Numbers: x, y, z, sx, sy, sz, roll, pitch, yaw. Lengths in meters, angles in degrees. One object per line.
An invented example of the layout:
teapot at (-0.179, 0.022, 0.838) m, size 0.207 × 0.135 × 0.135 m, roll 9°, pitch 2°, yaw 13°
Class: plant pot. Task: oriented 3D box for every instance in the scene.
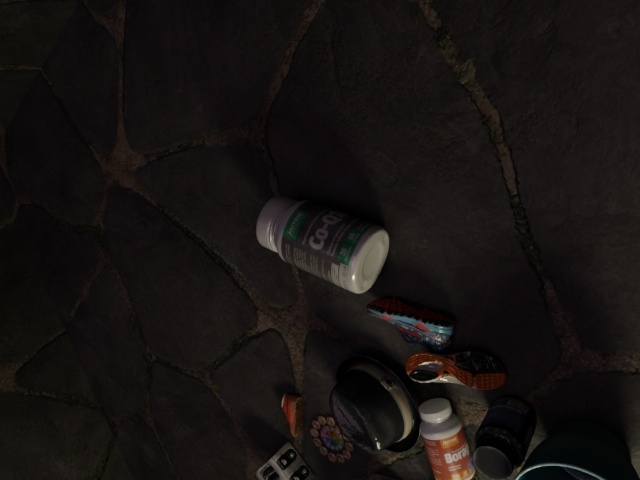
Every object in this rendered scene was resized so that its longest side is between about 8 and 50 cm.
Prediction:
plant pot at (0.612, 0.567, 1.117) m, size 0.272 × 0.255 × 0.271 m, roll 11°, pitch 110°, yaw 33°

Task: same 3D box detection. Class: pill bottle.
pill bottle at (0.357, 0.575, 1.384) m, size 0.121 × 0.121 × 0.216 m, roll -15°, pitch 95°, yaw 37°
pill bottle at (0.465, 0.500, 1.222) m, size 0.123 × 0.219 × 0.122 m, roll 11°, pitch 110°, yaw 33°
pill bottle at (0.000, 0.000, 1.415) m, size 0.361 × 0.204 × 0.204 m, roll 21°, pitch 115°, yaw 28°

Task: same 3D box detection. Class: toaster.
toaster at (-0.141, 0.894, 1.841) m, size 0.168 × 0.110 × 0.185 m, roll 49°, pitch 126°, yaw 15°

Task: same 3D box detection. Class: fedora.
fedora at (0.138, 0.529, 1.485) m, size 0.334 × 0.152 × 0.334 m, roll 18°, pitch 117°, yaw 40°

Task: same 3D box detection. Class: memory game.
memory game at (0.040, 0.709, 1.719) m, size 0.186 × 0.012 × 0.186 m, roll 11°, pitch 110°, yaw 33°

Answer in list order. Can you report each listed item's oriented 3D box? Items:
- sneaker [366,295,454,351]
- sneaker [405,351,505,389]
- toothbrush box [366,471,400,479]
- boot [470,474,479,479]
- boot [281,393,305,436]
sneaker at (0.245, 0.248, 1.379) m, size 0.262 × 0.104 × 0.125 m, roll 15°, pitch 114°, yaw 32°
sneaker at (0.373, 0.356, 1.337) m, size 0.263 × 0.121 × 0.099 m, roll 4°, pitch 76°, yaw 14°
toothbrush box at (0.190, 0.949, 1.562) m, size 0.122 × 0.206 × 0.283 m, roll 1°, pitch 104°, yaw 35°
boot at (0.369, 0.790, 1.456) m, size 0.262 × 0.095 × 0.203 m, roll -9°, pitch 99°, yaw 35°
boot at (-0.105, 0.642, 1.778) m, size 0.085 × 0.059 × 0.157 m, roll 5°, pitch 98°, yaw 37°
